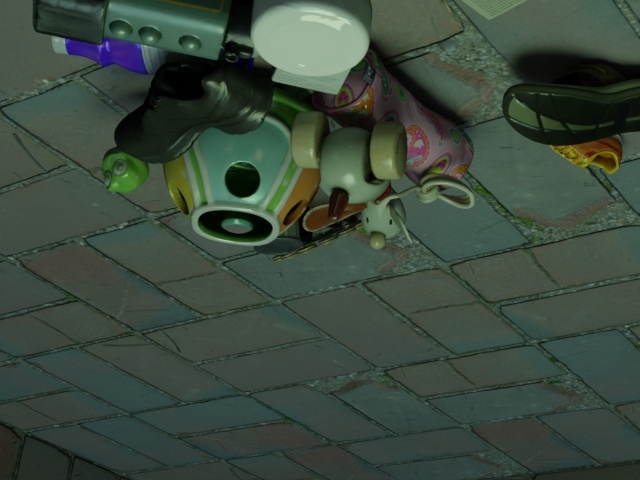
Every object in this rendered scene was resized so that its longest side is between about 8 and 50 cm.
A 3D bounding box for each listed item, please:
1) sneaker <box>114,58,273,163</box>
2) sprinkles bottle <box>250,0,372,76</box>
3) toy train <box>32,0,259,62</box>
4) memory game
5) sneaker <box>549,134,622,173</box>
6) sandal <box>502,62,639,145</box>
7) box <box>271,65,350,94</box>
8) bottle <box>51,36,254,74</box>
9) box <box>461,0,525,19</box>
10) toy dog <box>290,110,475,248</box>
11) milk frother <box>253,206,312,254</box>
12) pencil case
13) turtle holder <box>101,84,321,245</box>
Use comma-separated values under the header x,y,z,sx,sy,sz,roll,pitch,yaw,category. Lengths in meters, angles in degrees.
x,y,z,sx,sy,sz,roll,pitch,yaw,category
-0.202,-0.195,1.724,0.286,0.109,0.130,-18,147,37,sneaker
0.003,-0.349,1.300,0.121,0.355,0.121,4,152,2,sprinkles bottle
-0.213,-0.327,1.557,0.334,0.190,0.142,11,152,-10,toy train
0.000,0.000,2.189,0.186,0.012,0.186,-23,-175,2,memory game
0.395,-0.152,1.900,0.175,0.067,0.064,15,152,-14,sneaker
0.406,-0.208,1.786,0.302,0.086,0.120,-5,148,-10,sandal
-0.008,-0.275,1.709,0.102,0.101,0.087,10,151,-12,box
-0.235,-0.287,1.738,0.283,0.092,0.118,5,158,3,bottle
0.155,-0.385,1.481,0.275,0.094,0.113,29,144,-36,box
0.064,-0.056,1.801,0.220,0.161,0.333,-2,154,37,toy dog
-0.043,-0.059,2.079,0.129,0.135,0.143,7,157,-32,milk frother
0.113,-0.182,1.848,0.124,0.124,0.284,-17,144,36,pencil case
-0.148,-0.128,1.876,0.320,0.227,0.243,19,150,-24,turtle holder
